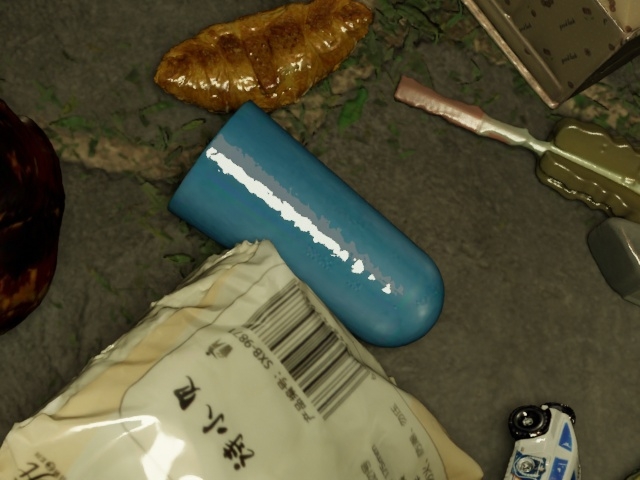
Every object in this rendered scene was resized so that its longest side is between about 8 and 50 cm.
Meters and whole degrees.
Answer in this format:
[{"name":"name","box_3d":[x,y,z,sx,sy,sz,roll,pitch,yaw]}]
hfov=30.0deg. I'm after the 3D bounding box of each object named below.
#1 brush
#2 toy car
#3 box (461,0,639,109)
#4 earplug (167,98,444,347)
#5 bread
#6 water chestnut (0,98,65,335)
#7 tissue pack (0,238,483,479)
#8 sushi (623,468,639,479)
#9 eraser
[{"name":"brush","box_3d":[0.219,-0.105,1.251,0.301,0.071,0.084,25,74,3]},{"name":"toy car","box_3d":[0.202,0.225,1.110,0.070,0.080,0.171,7,47,25]},{"name":"box","box_3d":[0.318,-0.325,1.270,0.297,0.190,0.225,-35,84,-18]},{"name":"earplug","box_3d":[0.000,0.000,1.147,0.273,0.132,0.132,38,70,-1]},{"name":"bread","box_3d":[-0.053,-0.181,1.215,0.233,0.076,0.105,-21,66,-9]},{"name":"water chestnut","box_3d":[-0.360,-0.030,1.026,0.289,0.289,0.244,-19,44,-15]},{"name":"tissue pack","box_3d":[-0.048,0.213,1.005,0.375,0.195,0.390,50,46,2]},{"name":"sushi","box_3d":[0.356,0.301,1.071,0.238,0.225,0.219,-24,94,7]},{"name":"eraser","box_3d":[0.437,0.070,1.221,0.352,0.089,0.061,22,73,-2]}]
